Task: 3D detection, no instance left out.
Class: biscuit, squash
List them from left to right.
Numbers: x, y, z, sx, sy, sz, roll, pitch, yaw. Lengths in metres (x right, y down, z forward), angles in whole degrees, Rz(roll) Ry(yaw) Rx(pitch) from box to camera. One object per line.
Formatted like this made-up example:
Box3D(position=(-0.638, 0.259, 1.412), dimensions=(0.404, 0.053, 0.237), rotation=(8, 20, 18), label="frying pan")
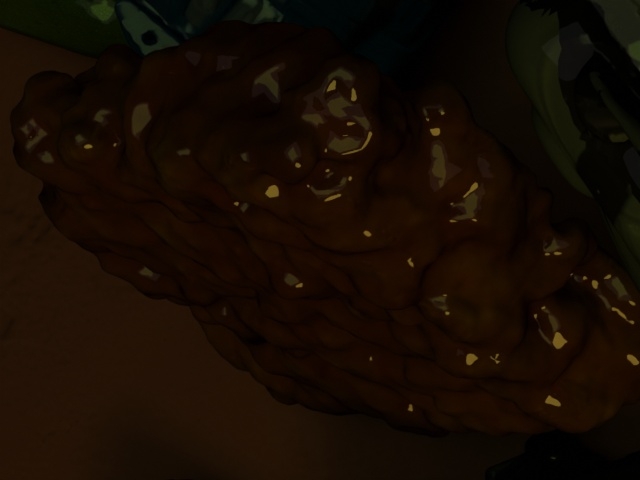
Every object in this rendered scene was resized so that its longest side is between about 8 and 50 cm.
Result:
Box3D(position=(-0.190, -0.170, 1.243), dimensions=(0.201, 0.066, 0.066), rotation=(21, 96, 29), label="squash")
Box3D(position=(0.000, 0.000, 0.995), dimensions=(0.318, 0.312, 0.110), rotation=(6, 62, 47), label="biscuit")

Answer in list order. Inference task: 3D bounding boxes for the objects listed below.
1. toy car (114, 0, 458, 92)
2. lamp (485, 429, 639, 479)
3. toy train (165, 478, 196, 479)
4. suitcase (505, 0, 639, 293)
Box3D(position=(0.016, -0.197, 1.062), dimensions=(0.198, 0.166, 0.314), rotation=(40, 106, -1), label="toy car")
Box3D(position=(0.121, 0.179, 1.007), dimensions=(0.172, 0.227, 0.147), rotation=(-128, 29, -51), label="lamp")
Box3D(position=(0.043, 0.270, 1.088), dimensions=(0.409, 0.086, 0.089), rotation=(27, 100, 25), label="toy train")
Box3D(position=(0.234, -0.015, 0.866), dimensions=(0.194, 0.339, 0.351), rotation=(-39, 72, 19), label="suitcase")
